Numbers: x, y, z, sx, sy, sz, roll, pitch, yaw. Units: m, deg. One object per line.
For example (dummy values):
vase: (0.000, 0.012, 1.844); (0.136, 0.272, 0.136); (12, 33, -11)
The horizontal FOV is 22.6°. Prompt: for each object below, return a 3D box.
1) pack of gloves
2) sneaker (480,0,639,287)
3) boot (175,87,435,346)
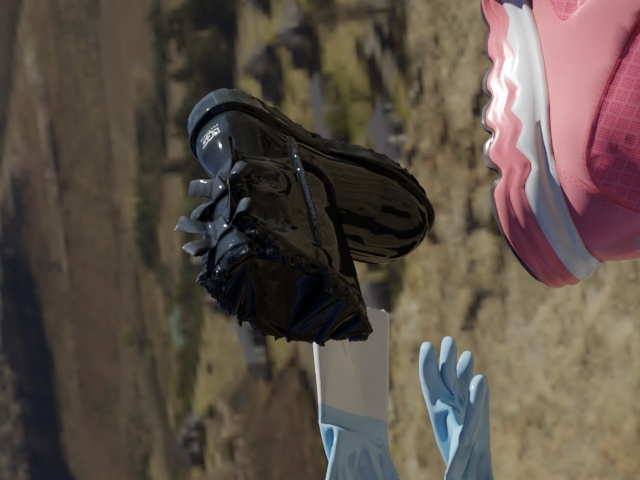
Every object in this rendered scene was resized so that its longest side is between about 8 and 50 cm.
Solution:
pack of gloves: (0.078, 0.157, 1.169); (0.046, 0.195, 0.232); (-26, 54, 38)
sneaker: (0.158, -0.135, 0.887); (0.116, 0.136, 0.314); (13, -112, -65)
boot: (0.001, 0.000, 0.592); (0.045, 0.121, 0.099); (-47, 33, 24)
